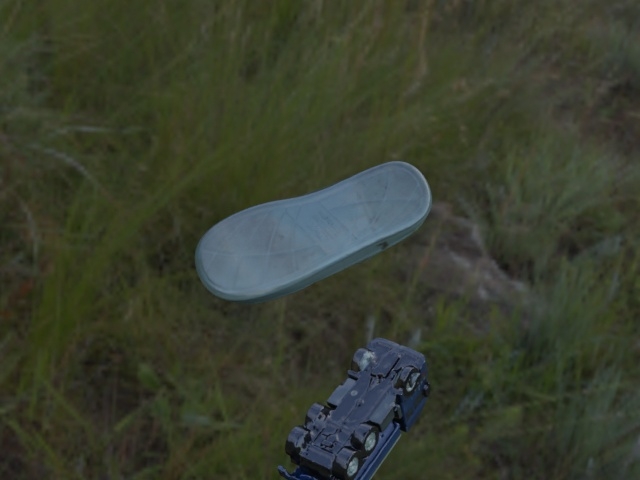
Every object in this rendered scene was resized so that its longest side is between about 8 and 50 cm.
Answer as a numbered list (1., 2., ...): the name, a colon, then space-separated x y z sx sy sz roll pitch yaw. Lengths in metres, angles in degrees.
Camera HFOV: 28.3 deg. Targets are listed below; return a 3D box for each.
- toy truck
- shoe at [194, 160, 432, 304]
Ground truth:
1. toy truck: 0.034 0.191 1.222 0.074 0.088 0.201 18 53 32
2. shoe: 0.000 0.000 1.018 0.195 0.078 0.079 -24 69 7
